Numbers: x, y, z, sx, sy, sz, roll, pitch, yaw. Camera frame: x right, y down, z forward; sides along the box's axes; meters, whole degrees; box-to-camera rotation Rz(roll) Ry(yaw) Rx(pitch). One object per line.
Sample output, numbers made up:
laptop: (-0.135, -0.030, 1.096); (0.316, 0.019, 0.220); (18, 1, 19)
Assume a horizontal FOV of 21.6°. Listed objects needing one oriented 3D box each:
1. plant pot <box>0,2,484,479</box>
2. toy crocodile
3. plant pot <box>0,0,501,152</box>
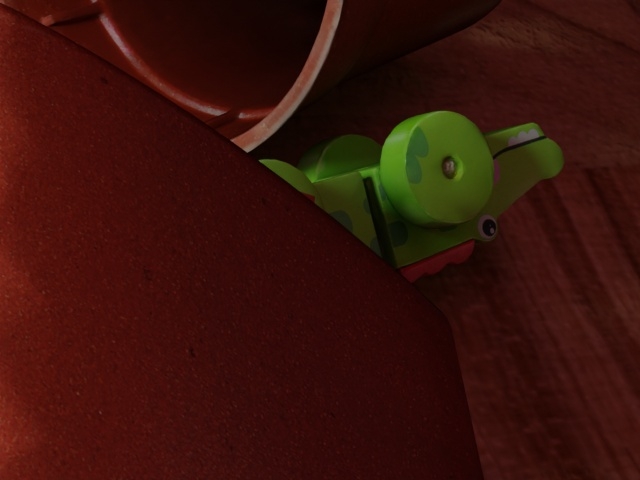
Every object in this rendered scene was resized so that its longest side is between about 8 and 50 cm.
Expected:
plant pot: (-0.077, 0.114, 0.670); (0.236, 0.267, 0.267); (17, 42, -27)
toy crocodile: (0.000, 0.000, 0.914); (0.340, 0.115, 0.105); (-19, 95, -39)
plant pot: (-0.018, -0.200, 1.003); (0.272, 0.272, 0.265); (45, 36, 18)
